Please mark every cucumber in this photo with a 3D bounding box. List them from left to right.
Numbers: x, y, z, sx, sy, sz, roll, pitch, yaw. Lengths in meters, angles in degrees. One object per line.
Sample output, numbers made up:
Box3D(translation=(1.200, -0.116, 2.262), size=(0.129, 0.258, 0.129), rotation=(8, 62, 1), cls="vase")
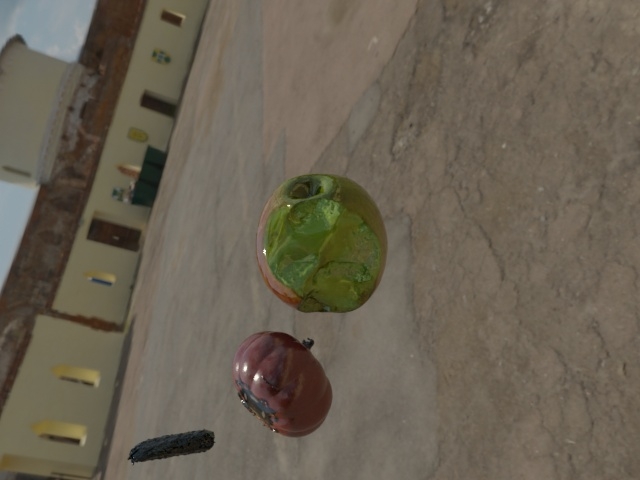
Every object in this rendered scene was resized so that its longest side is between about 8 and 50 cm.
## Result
Box3D(translation=(-0.308, 0.427, 1.255), size=(0.053, 0.181, 0.053), rotation=(171, 90, -80), cls="cucumber")

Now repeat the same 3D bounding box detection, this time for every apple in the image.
Box3D(translation=(0.000, 0.000, 1.088), size=(0.246, 0.246, 0.226), rotation=(-104, 11, -57), cls="apple")

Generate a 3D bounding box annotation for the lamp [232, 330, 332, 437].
Box3D(translation=(-0.056, 0.222, 0.966), size=(0.140, 0.182, 0.182), rotation=(-36, 0, -28), cls="lamp")
